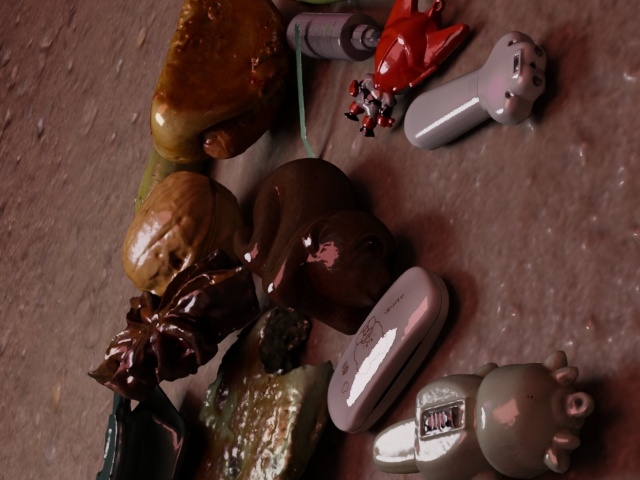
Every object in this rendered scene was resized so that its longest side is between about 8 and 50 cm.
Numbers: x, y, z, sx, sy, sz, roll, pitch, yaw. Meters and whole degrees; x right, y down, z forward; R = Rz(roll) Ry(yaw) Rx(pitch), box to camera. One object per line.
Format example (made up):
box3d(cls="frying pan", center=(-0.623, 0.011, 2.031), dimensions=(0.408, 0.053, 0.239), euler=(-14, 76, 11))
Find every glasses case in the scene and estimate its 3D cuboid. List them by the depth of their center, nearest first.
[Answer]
box3d(cls="glasses case", center=(0.066, 0.111, 1.374), dimensions=(0.193, 0.049, 0.074), euler=(-58, 34, 26))

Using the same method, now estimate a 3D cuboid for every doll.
box3d(cls="doll", center=(0.083, -0.191, 1.482), dimensions=(0.169, 0.057, 0.109), euler=(-52, 52, 19))

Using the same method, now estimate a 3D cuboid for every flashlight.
box3d(cls="flashlight", center=(0.153, -0.138, 1.360), dimensions=(0.200, 0.047, 0.093), euler=(-25, 54, 55))

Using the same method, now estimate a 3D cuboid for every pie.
box3d(cls="pie", center=(-0.077, 0.222, 1.532), dimensions=(0.302, 0.067, 0.302), euler=(-43, 38, 46))

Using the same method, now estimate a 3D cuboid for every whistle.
box3d(cls="whistle", center=(0.137, 0.165, 1.181), dimensions=(0.253, 0.106, 0.102), euler=(-23, 25, 45))

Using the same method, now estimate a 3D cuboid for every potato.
box3d(cls="potato", center=(-0.203, -0.085, 1.884), dimensions=(0.105, 0.085, 0.188), euler=(138, 146, -75))

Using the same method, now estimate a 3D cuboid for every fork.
box3d(cls="fork", center=(-0.016, -0.140, 1.628), dimensions=(0.039, 0.021, 0.235), euler=(0, 92, 55))

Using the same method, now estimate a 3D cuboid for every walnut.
box3d(cls="walnut", center=(-0.172, 0.003, 1.725), dimensions=(0.180, 0.144, 0.144), euler=(-50, 36, 19))

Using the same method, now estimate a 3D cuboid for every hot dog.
box3d(cls="hot dog", center=(-0.113, -0.213, 1.722), dimensions=(0.150, 0.153, 0.257), euler=(104, 180, -65))

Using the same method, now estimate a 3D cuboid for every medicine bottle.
box3d(cls="medicine bottle", center=(0.029, -0.238, 1.599), dimensions=(0.199, 0.057, 0.058), euler=(17, 90, 60))

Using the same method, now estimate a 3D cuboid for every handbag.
box3d(cls="handbag", center=(-0.243, 0.342, 1.675), dimensions=(0.238, 0.089, 0.326), euler=(-147, 68, -75))

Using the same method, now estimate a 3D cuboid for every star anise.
box3d(cls="star anise", center=(-0.165, 0.105, 1.603), dimensions=(0.214, 0.099, 0.220), euler=(-48, 22, -22))

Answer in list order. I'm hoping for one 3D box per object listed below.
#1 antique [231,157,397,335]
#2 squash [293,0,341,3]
box3d(cls="antique", center=(0.000, 0.000, 1.478), dimensions=(0.143, 0.121, 0.257), euler=(-58, 26, 9))
box3d(cls="squash", center=(0.023, -0.339, 1.606), dimensions=(0.370, 0.118, 0.118), euler=(0, 76, 61))
